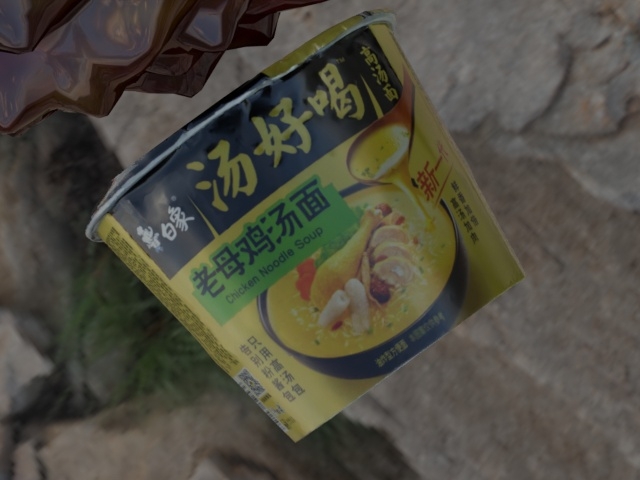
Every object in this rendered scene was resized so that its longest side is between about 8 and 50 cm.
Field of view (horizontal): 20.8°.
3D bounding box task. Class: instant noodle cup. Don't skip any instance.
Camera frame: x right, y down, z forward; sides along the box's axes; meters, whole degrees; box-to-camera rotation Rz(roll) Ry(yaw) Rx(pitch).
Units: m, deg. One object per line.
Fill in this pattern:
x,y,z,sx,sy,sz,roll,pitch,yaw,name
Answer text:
0.000,0.000,0.689,0.151,0.151,0.122,-36,87,32,instant noodle cup

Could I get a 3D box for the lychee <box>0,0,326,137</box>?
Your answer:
-0.133,-0.272,0.478,0.424,0.424,0.500,-22,90,31,lychee
